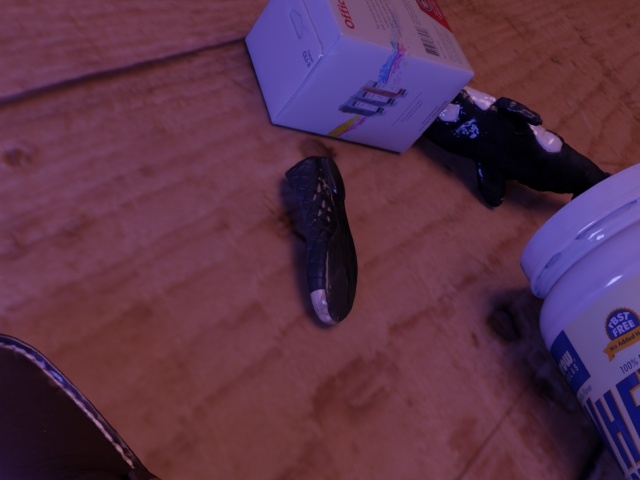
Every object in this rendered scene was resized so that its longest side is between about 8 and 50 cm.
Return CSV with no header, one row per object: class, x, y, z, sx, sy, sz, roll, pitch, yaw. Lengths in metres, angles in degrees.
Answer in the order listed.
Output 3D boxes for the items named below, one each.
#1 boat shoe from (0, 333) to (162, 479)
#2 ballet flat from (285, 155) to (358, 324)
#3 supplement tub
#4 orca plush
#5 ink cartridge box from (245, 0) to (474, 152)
boat shoe,-0.091,0.172,0.469,0.123,0.123,0.342,-18,67,-49
ballet flat,0.000,0.000,0.798,0.057,0.049,0.173,45,31,-46
supplement tub,0.348,0.107,0.830,0.235,0.235,0.324,0,54,-42
orca plush,0.209,-0.083,1.049,0.287,0.102,0.151,27,-6,-35
ink cartridge box,0.036,-0.188,0.931,0.176,0.127,0.128,9,49,-36
